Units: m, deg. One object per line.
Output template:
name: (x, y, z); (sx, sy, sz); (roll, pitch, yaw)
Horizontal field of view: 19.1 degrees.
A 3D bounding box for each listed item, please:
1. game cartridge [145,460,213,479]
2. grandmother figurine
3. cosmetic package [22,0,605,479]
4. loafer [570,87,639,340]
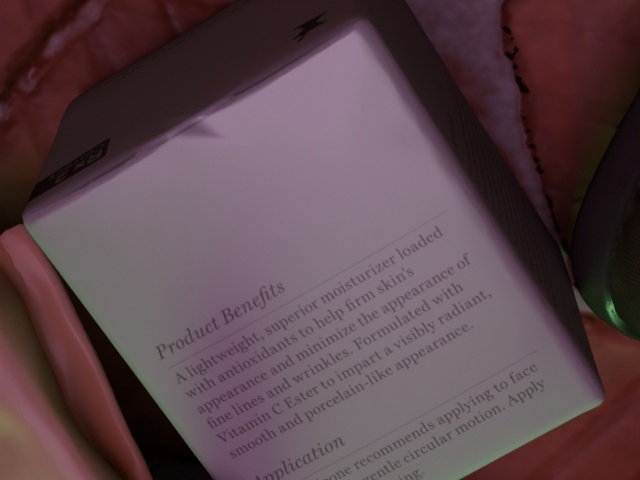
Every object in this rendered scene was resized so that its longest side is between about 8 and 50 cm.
game cartridge: (-0.048, 0.277, 0.918); (0.230, 0.068, 0.355); (2, 110, 9)
grandmother figurine: (-0.084, 0.144, 0.791); (0.104, 0.208, 0.342); (-36, 99, -27)
cosmetic package: (0.000, 0.000, 0.774); (0.151, 0.151, 0.183); (-29, 108, 12)
loafer: (0.224, -0.092, 0.724); (0.134, 0.130, 0.366); (0, 122, -30)
